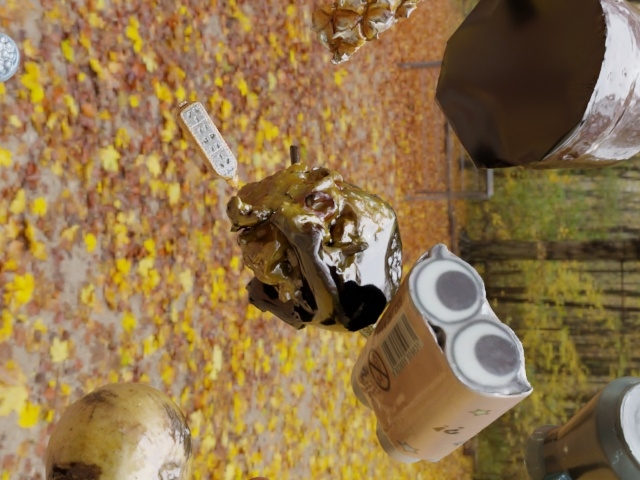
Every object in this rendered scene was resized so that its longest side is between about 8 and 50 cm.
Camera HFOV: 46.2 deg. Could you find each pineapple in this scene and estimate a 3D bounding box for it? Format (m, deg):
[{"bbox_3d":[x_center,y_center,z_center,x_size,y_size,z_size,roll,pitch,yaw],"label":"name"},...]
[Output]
[{"bbox_3d":[0.063,-0.263,0.866,0.069,0.137,0.116,64,31,-12],"label":"pineapple"}]

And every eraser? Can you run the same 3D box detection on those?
[{"bbox_3d":[0.114,0.143,0.829,0.171,0.087,0.290,63,-21,22],"label":"eraser"}]

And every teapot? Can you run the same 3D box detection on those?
[{"bbox_3d":[0.401,0.311,1.077,0.203,0.171,0.225,-27,166,-34],"label":"teapot"}]

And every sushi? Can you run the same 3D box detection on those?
[{"bbox_3d":[-0.007,0.000,0.896,0.213,0.200,0.204,-65,156,-48],"label":"sushi"}]

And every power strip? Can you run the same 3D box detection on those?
[{"bbox_3d":[-0.190,-0.164,1.309,0.049,0.028,0.178,-39,112,-18],"label":"power strip"}]

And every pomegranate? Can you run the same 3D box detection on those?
[{"bbox_3d":[-0.398,0.444,1.495,0.322,0.322,0.322,-1,90,-76],"label":"pomegranate"}]

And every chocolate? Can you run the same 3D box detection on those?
[{"bbox_3d":[0.468,-0.290,1.410,0.331,0.384,0.383,10,77,-39],"label":"chocolate"}]

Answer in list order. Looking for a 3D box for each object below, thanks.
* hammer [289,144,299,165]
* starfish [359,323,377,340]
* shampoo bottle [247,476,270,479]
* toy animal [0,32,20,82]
[{"bbox_3d":[-0.046,-0.119,1.314,0.065,0.021,0.178,32,35,-30],"label":"hammer"},{"bbox_3d":[0.183,0.248,1.532,0.358,0.347,0.078,57,50,-26],"label":"starfish"},{"bbox_3d":[-0.044,0.432,1.106,0.085,0.244,0.085,-7,102,-33],"label":"shampoo bottle"},{"bbox_3d":[-0.728,-0.334,1.432,0.229,0.221,0.210,-31,107,-59],"label":"toy animal"}]
